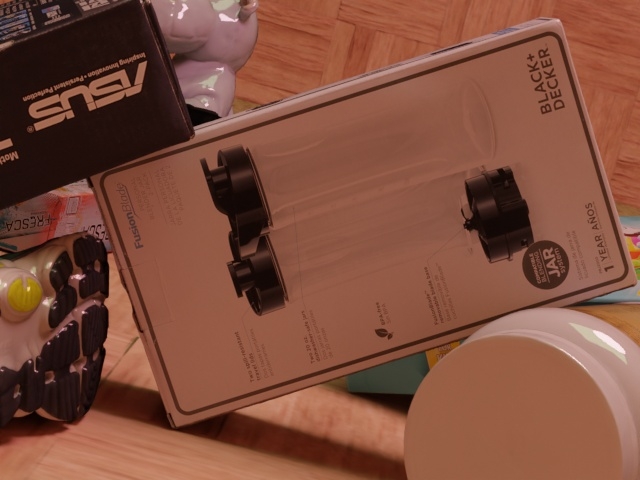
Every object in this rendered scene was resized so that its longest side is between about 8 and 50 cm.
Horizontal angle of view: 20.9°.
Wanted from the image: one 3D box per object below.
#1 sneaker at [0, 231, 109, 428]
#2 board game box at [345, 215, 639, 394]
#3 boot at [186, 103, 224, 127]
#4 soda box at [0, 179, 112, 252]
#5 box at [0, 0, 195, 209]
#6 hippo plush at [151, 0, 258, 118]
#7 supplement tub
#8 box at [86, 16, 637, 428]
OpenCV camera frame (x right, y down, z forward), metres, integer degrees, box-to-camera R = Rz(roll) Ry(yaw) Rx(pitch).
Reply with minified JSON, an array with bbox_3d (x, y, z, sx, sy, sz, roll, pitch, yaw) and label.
[{"bbox_3d":[-0.192,0.046,0.940,0.110,0.107,0.275,5,3,19],"label":"sneaker"},{"bbox_3d":[0.218,0.044,1.262,0.336,0.079,0.254,1,13,24],"label":"board game box"},{"bbox_3d":[-0.211,-0.088,1.648,0.260,0.131,0.348,15,3,-18],"label":"boot"},{"bbox_3d":[-0.212,-0.022,1.463,0.063,0.058,0.183,17,8,15],"label":"soda box"},{"bbox_3d":[-0.257,-0.074,1.086,0.318,0.097,0.395,-19,14,-7],"label":"box"},{"bbox_3d":[-0.141,-0.194,2.088,0.294,0.236,0.234,10,10,-30],"label":"hippo plush"},{"bbox_3d":[0.145,0.108,0.958,0.144,0.144,0.200,20,10,30],"label":"supplement tub"},{"bbox_3d":[0.023,-0.014,1.039,0.290,0.169,0.087,-19,9,2],"label":"box"}]
